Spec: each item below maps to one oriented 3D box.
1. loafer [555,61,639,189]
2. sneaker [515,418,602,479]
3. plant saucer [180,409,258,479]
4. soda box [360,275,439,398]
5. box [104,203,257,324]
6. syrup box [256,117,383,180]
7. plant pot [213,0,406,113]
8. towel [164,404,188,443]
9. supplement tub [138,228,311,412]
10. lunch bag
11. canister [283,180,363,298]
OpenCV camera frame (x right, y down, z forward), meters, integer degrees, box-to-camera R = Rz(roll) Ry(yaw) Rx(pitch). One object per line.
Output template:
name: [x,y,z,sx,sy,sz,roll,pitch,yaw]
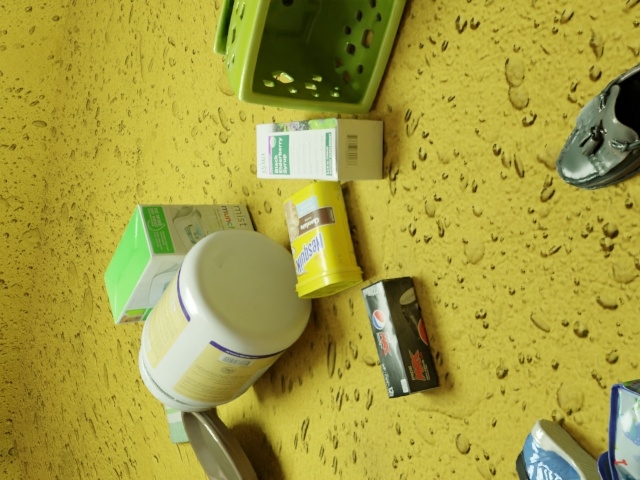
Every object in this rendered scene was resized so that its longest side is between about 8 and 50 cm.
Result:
loafer: [0.324,-0.143,0.735,0.267,0.084,0.096,-46,56,46]
sneaker: [0.284,0.288,0.849,0.152,0.058,0.084,49,125,46]
plant saucer: [-0.195,0.449,1.488,0.278,0.041,0.277,41,146,35]
soda box: [0.116,0.140,1.077,0.053,0.060,0.168,-31,69,53]
box: [-0.283,0.045,1.487,0.262,0.231,0.126,-50,51,44]
syrup box: [-0.008,-0.145,1.198,0.237,0.096,0.093,8,100,53]
plant pot: [-0.031,-0.338,1.113,0.207,0.228,0.227,53,133,49]
towel: [-0.327,0.310,1.746,0.248,0.038,0.324,-27,73,54]
supplement tub: [-0.187,0.159,1.354,0.331,0.241,0.241,-49,54,45]
lunch bag: [0.340,0.205,0.704,0.096,0.129,0.151,9,102,56]
canister: [0.000,0.000,1.220,0.126,0.073,0.169,-29,68,52]
